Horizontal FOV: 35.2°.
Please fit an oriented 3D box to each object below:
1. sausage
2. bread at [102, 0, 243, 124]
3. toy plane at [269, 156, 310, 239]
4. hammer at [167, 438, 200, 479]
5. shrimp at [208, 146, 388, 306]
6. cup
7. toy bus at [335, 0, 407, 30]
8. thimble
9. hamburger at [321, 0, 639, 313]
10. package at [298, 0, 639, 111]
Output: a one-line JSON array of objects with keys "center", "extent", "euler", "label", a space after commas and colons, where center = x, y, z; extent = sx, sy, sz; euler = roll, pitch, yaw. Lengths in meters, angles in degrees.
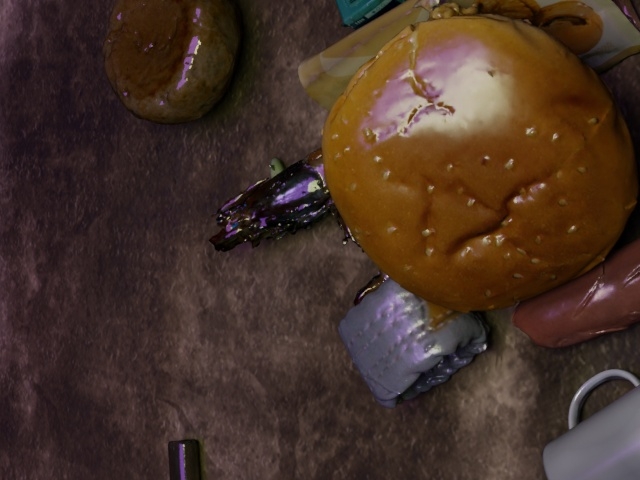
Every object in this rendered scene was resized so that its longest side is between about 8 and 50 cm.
[{"center": [0.371, 0.008, 0.976], "extent": [0.433, 0.087, 0.088], "euler": [-32, 70, 33], "label": "sausage"}, {"center": [-0.196, -0.269, 1.390], "extent": [0.229, 0.123, 0.230], "euler": [-7, 79, 39], "label": "bread"}, {"center": [-0.048, -0.059, 1.320], "extent": [0.102, 0.040, 0.111], "euler": [-19, 78, 15], "label": "toy plane"}, {"center": [-0.169, 0.496, 1.389], "extent": [0.168, 0.044, 0.440], "euler": [-10, 82, 35], "label": "hammer"}, {"center": [0.000, 0.000, 1.250], "extent": [0.290, 0.054, 0.222], "euler": [-19, 83, 19], "label": "shrimp"}, {"center": [0.306, 0.206, 1.022], "extent": [0.099, 0.136, 0.133], "euler": [43, 119, -7], "label": "cup"}, {"center": [0.051, -0.330, 1.223], "extent": [0.079, 0.091, 0.160], "euler": [-30, 71, 33], "label": "toy bus"}, {"center": [0.105, 0.108, 1.143], "extent": [0.151, 0.127, 0.118], "euler": [-46, 64, 35], "label": "thimble"}, {"center": [0.154, -0.081, 1.002], "extent": [0.289, 0.170, 0.314], "euler": [-35, 107, 26], "label": "hamburger"}, {"center": [0.156, -0.245, 1.099], "extent": [0.311, 0.221, 0.165], "euler": [-30, 50, 32], "label": "package"}]
